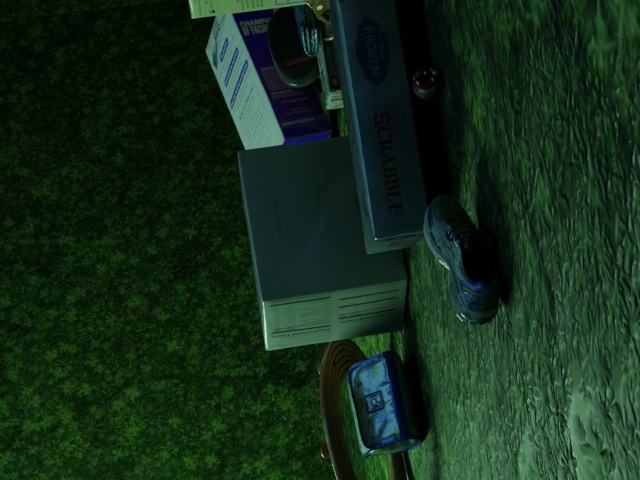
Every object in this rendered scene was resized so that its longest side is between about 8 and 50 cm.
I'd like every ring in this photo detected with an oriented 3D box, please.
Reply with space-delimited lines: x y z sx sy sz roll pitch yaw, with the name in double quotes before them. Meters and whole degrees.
"ring" 0.062 0.310 1.753 0.336 0.032 0.337 -18 -90 -73

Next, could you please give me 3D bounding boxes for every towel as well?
"towel" -0.026 -0.368 1.941 0.067 0.029 0.119 86 173 -47

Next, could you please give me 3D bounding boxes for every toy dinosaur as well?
"toy dinosaur" 0.008 -0.350 1.696 0.211 0.064 0.112 40 173 48

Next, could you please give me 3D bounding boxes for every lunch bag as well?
"lunch bag" 0.094 0.236 1.650 0.151 0.096 0.129 118 142 -68

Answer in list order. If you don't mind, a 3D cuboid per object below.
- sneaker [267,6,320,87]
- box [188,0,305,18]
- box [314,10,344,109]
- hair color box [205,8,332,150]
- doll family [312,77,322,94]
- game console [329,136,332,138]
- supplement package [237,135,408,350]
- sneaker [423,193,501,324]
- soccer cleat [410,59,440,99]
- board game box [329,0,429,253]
"sneaker" -0.030 -0.402 2.100 0.136 0.115 0.314 64 -161 -64
"box" -0.105 -0.482 1.848 0.117 0.242 0.214 88 172 -51
"box" 0.013 -0.335 1.939 0.114 0.036 0.207 110 152 -80
"hair color box" -0.103 -0.288 2.191 0.339 0.110 0.185 66 154 20
"doll family" -0.065 -0.336 2.388 0.263 0.118 0.163 165 96 -85
"game console" 0.028 -0.030 2.283 0.213 0.043 0.362 -110 12 -70
"supplement package" 0.000 0.000 1.661 0.145 0.203 0.262 90 170 -56
"sneaker" 0.134 0.006 1.043 0.058 0.052 0.135 104 152 -52
"soccer cleat" 0.107 -0.157 1.170 0.083 0.029 0.036 -101 -4 -68
"board game box" 0.063 -0.151 1.334 0.318 0.065 0.319 80 -178 -87
